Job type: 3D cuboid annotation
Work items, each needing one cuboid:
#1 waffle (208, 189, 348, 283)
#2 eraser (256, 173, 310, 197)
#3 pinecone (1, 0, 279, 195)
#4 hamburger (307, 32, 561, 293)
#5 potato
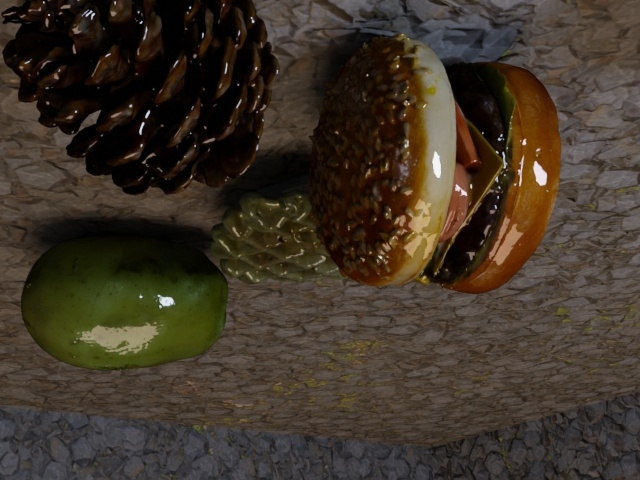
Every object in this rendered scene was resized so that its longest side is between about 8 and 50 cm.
[{"bbox_3d":[0.000,0.000,1.362,0.309,0.056,0.292,-2,158,-14],"label":"waffle"},{"bbox_3d":[0.024,-0.064,1.347,0.212,0.046,0.092,-15,156,23],"label":"eraser"},{"bbox_3d":[-0.159,-0.152,0.891,0.224,0.224,0.272,-22,150,35],"label":"pinecone"},{"bbox_3d":[0.108,-0.081,1.055,0.225,0.291,0.291,5,155,-20],"label":"hamburger"},{"bbox_3d":[-0.291,0.092,1.458,0.304,0.216,0.216,-7,159,-21],"label":"potato"}]
